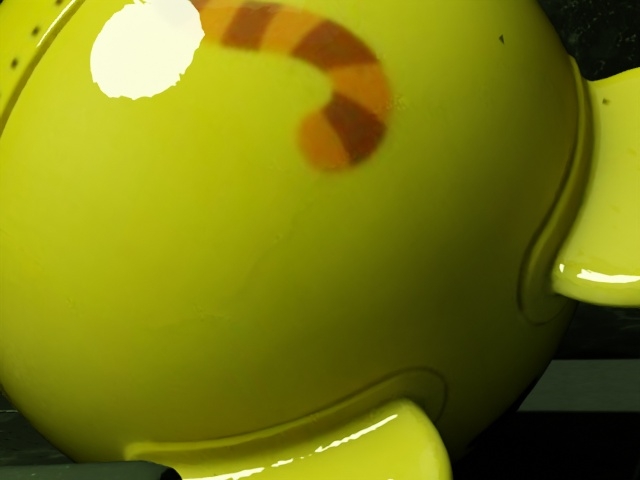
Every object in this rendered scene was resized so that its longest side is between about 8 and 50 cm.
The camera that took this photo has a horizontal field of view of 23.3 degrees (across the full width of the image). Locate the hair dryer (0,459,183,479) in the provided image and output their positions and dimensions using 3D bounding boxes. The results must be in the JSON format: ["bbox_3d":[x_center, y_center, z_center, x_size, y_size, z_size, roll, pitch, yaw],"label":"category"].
[{"bbox_3d":[-0.120,0.143,0.456,0.128,0.070,0.255,-5,19,9],"label":"hair dryer"}]

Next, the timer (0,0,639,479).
[{"bbox_3d":[0.000,0.000,0.781,0.376,0.376,0.387,-13,35,-39],"label":"timer"}]
